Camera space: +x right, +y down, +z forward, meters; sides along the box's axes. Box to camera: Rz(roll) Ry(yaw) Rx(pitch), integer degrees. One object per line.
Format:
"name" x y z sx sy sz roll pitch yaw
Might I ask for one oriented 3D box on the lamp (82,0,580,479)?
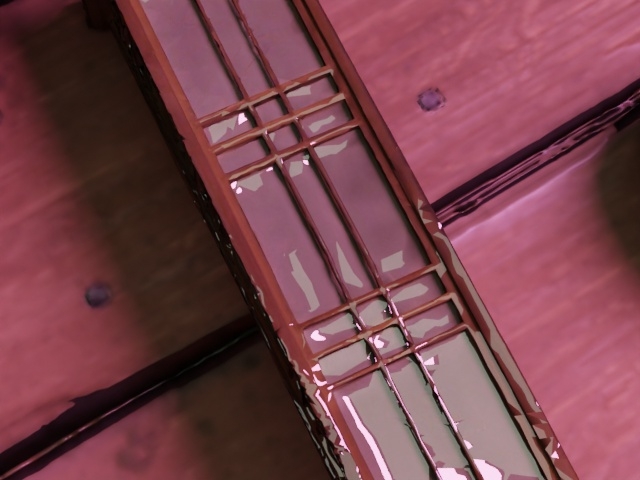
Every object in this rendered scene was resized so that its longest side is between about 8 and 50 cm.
"lamp" 0.000 0.000 0.578 0.090 0.089 0.325 -24 72 -8
